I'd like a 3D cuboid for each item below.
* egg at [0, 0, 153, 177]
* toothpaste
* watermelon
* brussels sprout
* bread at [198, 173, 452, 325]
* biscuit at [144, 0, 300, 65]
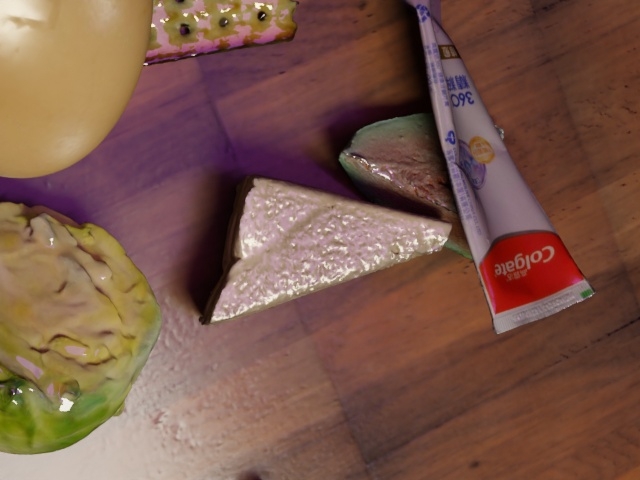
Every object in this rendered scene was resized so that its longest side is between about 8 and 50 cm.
[{"bbox_3d":[-0.194,-0.153,0.833,0.201,0.201,0.244,-25,114,-16],"label":"egg"},{"bbox_3d":[0.097,-0.088,0.975,0.075,0.048,0.301,-10,76,-48],"label":"toothpaste"},{"bbox_3d":[0.084,-0.046,1.009,0.155,0.080,0.101,17,86,-10],"label":"watermelon"},{"bbox_3d":[-0.186,0.061,0.899,0.149,0.122,0.152,17,54,-25],"label":"brussels sprout"},{"bbox_3d":[0.003,0.022,0.969,0.152,0.077,0.105,13,87,-8],"label":"bread"},{"bbox_3d":[-0.091,-0.238,0.956,0.139,0.016,0.232,-12,99,-18],"label":"biscuit"}]
